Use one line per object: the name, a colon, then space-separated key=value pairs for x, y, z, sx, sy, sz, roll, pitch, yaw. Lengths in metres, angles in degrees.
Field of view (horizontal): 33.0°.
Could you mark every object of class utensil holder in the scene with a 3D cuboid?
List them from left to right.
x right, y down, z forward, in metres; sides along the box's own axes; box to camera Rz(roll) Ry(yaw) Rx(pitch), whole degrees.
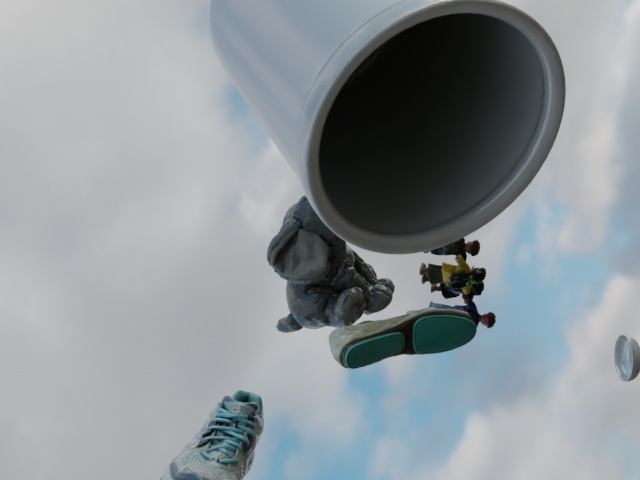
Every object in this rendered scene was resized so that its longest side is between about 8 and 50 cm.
utensil holder: x=0.061 y=-0.224 z=1.343 sx=0.327 sy=0.385 sz=0.327 roll=-14 pitch=-50 yaw=-18

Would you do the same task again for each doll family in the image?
doll family: x=0.223 y=0.072 z=1.730 sx=0.193 sy=0.111 sz=0.076 roll=72 pitch=-150 yaw=-41

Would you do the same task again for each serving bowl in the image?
serving bowl: x=0.540 y=0.204 z=1.880 sx=0.083 sy=0.027 sz=0.083 roll=179 pitch=90 yaw=-84

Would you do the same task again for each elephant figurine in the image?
elephant figurine: x=0.000 y=0.000 z=1.571 sx=0.186 sy=0.169 sz=0.239 roll=-29 pitch=-76 yaw=-20

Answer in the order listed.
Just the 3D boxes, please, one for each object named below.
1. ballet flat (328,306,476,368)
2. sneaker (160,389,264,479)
ballet flat: x=0.088 y=0.097 z=1.175 sx=0.168 sy=0.052 sz=0.057 roll=-8 pitch=-61 yaw=-20
sneaker: x=-0.140 y=0.278 z=1.496 sx=0.283 sy=0.110 sz=0.122 roll=-63 pitch=-5 yaw=-81
